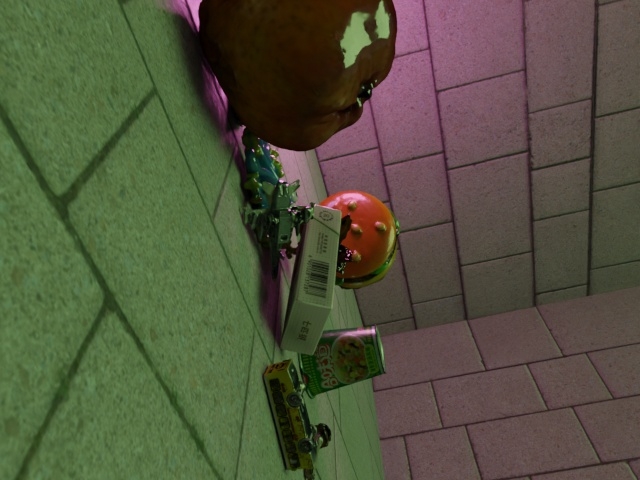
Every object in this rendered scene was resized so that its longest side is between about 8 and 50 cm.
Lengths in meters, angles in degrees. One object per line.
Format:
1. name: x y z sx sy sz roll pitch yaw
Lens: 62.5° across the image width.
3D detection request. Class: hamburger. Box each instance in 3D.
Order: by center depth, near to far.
1. hamburger: 0.133 -0.017 2.157 0.277 0.396 0.395 60 19 -68

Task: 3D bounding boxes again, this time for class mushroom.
1. mushroom: -0.016 0.541 1.340 0.060 0.061 0.187 62 23 -15

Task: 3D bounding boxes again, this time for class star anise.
1. star anise: -0.008 0.008 1.631 0.237 0.148 0.346 45 -25 -7

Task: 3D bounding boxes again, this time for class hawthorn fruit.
1. hawthorn fruit: -0.063 -0.450 1.205 0.472 0.472 0.471 -12 90 -83

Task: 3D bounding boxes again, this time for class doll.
1. doll: -0.126 -0.140 1.413 0.341 0.099 0.346 63 19 -64

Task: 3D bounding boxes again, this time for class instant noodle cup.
1. instant noodle cup: 0.069 0.349 1.565 0.207 0.233 0.207 -12 90 -82

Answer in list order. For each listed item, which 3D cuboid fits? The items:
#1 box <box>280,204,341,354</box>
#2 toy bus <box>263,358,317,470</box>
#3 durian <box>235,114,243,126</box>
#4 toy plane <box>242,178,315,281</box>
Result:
1. box: -0.022 0.094 1.352 0.210 0.095 0.330 109 -9 -45
2. toy bus: -0.060 0.376 1.135 0.081 0.074 0.226 -63 139 -81
3. durian: -0.194 -0.375 1.404 0.100 0.086 0.215 54 23 -39
4. toy plane: -0.098 -0.017 1.275 0.088 0.192 0.262 21 -66 57
